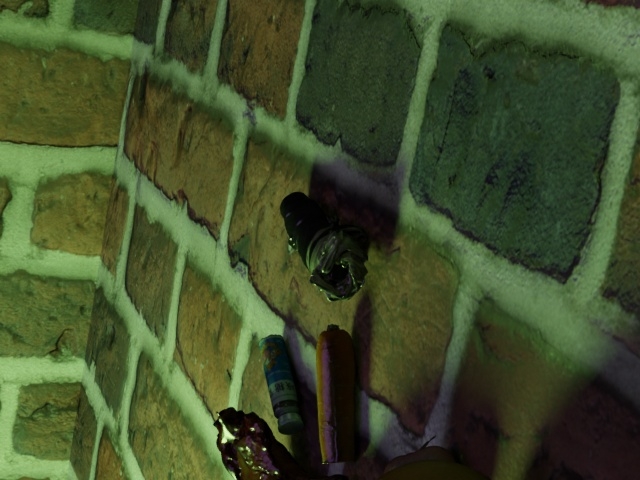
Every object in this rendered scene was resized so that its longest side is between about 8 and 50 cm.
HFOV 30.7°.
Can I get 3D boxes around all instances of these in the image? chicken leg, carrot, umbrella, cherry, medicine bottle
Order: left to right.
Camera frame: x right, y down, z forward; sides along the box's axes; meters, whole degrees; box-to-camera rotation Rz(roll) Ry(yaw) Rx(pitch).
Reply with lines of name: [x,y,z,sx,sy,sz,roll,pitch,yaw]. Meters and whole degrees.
medicine bottle: [-0.072,0.261,2.130,0.051,0.051,0.191,120,145,-43]
chicken leg: [-0.064,0.400,2.023,0.407,0.095,0.158,19,119,55]
umbrella: [0.004,-0.004,1.985,0.358,0.106,0.113,-126,55,-66]
carrot: [0.025,0.248,1.898,0.067,0.067,0.225,158,113,-63]
cherry: [0.144,0.332,1.585,0.106,0.087,0.126,-46,54,11]

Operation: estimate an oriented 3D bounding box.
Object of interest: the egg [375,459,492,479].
egg: [0.141,0.424,1.383,0.250,0.250,0.323,157,109,-63]
